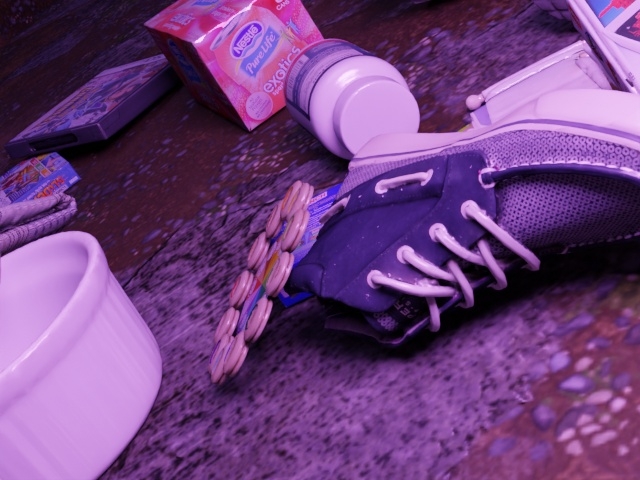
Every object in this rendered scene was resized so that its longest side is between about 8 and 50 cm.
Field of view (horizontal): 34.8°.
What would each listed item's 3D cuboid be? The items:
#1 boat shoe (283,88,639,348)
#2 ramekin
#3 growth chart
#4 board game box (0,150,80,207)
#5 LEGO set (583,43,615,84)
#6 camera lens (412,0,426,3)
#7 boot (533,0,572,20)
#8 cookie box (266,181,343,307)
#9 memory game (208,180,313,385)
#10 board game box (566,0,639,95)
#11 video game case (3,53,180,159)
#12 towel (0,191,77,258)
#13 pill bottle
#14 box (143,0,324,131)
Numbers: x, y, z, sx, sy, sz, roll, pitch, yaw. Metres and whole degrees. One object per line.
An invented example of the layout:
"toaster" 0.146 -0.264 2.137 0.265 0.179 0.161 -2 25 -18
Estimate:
"boat shoe" 0.108 0.004 0.702 0.158 0.127 0.340 -57 24 -20
"ramekin" -0.274 0.130 0.902 0.277 0.135 0.277 -26 26 14
"growth chart" 0.188 -0.106 0.908 0.172 0.021 0.237 -24 27 20
"board game box" -0.465 -0.088 1.624 0.136 0.035 0.201 -39 26 -11
"LEGO set" 0.345 -0.212 0.781 0.287 0.132 0.107 -53 28 12
"camera lens" 0.197 -0.431 1.235 0.274 0.219 0.219 -15 31 34
"boot" 0.376 -0.319 0.990 0.338 0.118 0.222 -4 31 34
"cookie box" 0.000 0.000 0.918 0.092 0.040 0.107 -26 27 17
"memory game" -0.051 0.033 0.845 0.186 0.012 0.186 -61 12 23
"board game box" 0.347 -0.169 0.685 0.305 0.053 0.193 -29 60 10
"video game case" -0.359 -0.233 1.709 0.248 0.035 0.275 -5 31 39
"towel" -0.436 0.074 1.099 0.312 0.056 0.324 -41 2 17
"pill bottle" 0.033 -0.141 1.051 0.108 0.108 0.180 -35 26 -2
"box" -0.118 -0.273 1.418 0.154 0.142 0.300 -36 25 -7
